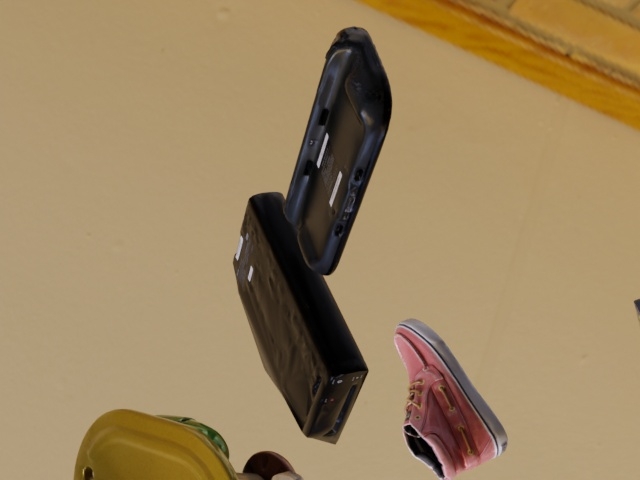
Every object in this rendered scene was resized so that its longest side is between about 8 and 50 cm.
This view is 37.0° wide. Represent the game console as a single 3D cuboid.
[{"bbox_3d":[0.000,0.000,0.803,0.043,0.361,0.213,-8,-130,-24],"label":"game console"}]

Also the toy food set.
[{"bbox_3d":[-0.069,0.174,0.601,0.071,0.217,0.128,0,-86,-46],"label":"toy food set"}]

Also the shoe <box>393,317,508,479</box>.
[{"bbox_3d":[0.111,0.164,0.997,0.081,0.063,0.178,-24,-120,-22],"label":"shoe"}]

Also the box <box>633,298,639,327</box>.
[{"bbox_3d":[0.385,0.154,1.044,0.029,0.162,0.116,-20,-144,10],"label":"box"}]
